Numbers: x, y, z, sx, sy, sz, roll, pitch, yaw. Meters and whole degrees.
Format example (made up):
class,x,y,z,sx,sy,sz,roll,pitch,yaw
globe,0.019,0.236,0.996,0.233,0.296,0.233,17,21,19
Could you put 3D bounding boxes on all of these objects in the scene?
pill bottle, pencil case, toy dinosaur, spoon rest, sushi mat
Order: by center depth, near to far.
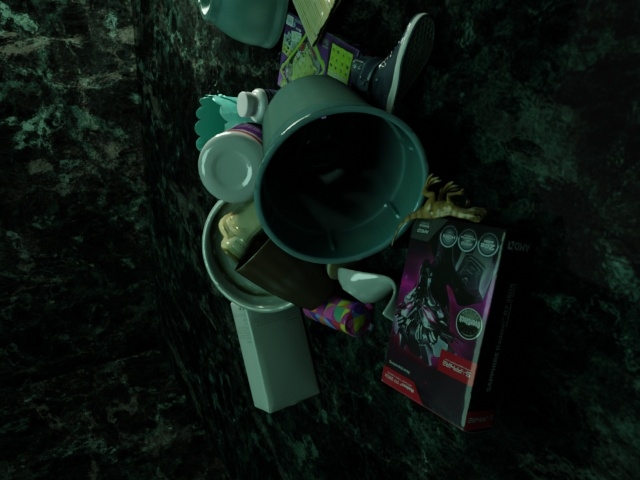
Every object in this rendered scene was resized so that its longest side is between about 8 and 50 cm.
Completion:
class,x,y,z,sx,sy,sz,roll,pitch,yaw
toy dinosaur,0.210,-0.062,0.969,0.211,0.064,0.112,-9,57,48
spoon rest,0.130,0.119,1.230,0.084,0.137,0.276,-56,23,-3
sushi mat,-0.031,-0.649,1.282,0.151,0.019,0.317,-51,49,48
pill bottle,-0.207,-0.225,1.401,0.323,0.181,0.182,-78,-12,-70
pencil case,0.047,0.199,1.434,0.236,0.104,0.105,10,109,54
pill bottle,-0.149,-0.385,1.463,0.094,0.169,0.094,12,105,55

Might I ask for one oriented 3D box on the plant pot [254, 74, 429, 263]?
class,x,y,z,sx,sy,sz,roll,pitch,yaw
plant pot,0.016,-0.183,1.100,0.334,0.340,0.341,-107,23,-54

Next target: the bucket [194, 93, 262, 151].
class,x,y,z,sx,sy,sz,roll,pitch,yaw
bucket,-0.281,-0.342,1.685,0.281,0.183,0.282,28,124,51

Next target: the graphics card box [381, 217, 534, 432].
class,x,y,z,sx,sy,sz,roll,pitch,yaw
graphics card box,0.255,0.144,0.990,0.232,0.094,0.371,19,98,55

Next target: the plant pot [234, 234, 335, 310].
class,x,y,z,sx,sy,sz,roll,pitch,yaw
plant pot,-0.076,0.077,1.390,0.230,0.215,0.215,43,149,-10

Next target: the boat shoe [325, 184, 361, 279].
class,x,y,z,sx,sy,sz,roll,pitch,yaw
boat shoe,0.066,-0.034,1.322,0.092,0.102,0.286,47,133,48

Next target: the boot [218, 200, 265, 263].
class,x,y,z,sx,sy,sz,roll,pitch,yaw
boot,-0.187,-0.067,1.419,0.203,0.095,0.262,-46,20,9

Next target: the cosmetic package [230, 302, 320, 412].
class,x,y,z,sx,sy,sz,roll,pitch,yaw
cosmetic package,-0.154,0.362,1.715,0.155,0.196,0.366,-14,87,61

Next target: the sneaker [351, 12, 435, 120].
class,x,y,z,sx,sy,sz,roll,pitch,yaw
sneaker,0.144,-0.387,1.078,0.163,0.086,0.226,50,140,33

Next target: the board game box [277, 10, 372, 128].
class,x,y,z,sx,sy,sz,roll,pitch,yaw
board game box,-0.003,-0.446,1.334,0.347,0.056,0.208,47,133,40

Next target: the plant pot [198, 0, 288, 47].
class,x,y,z,sx,sy,sz,roll,pitch,yaw
plant pot,-0.231,-0.700,1.427,0.293,0.196,0.294,174,90,-66

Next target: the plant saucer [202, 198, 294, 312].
class,x,y,z,sx,sy,sz,roll,pitch,yaw
plant saucer,-0.170,0.020,1.591,0.399,0.100,0.401,3,99,16
